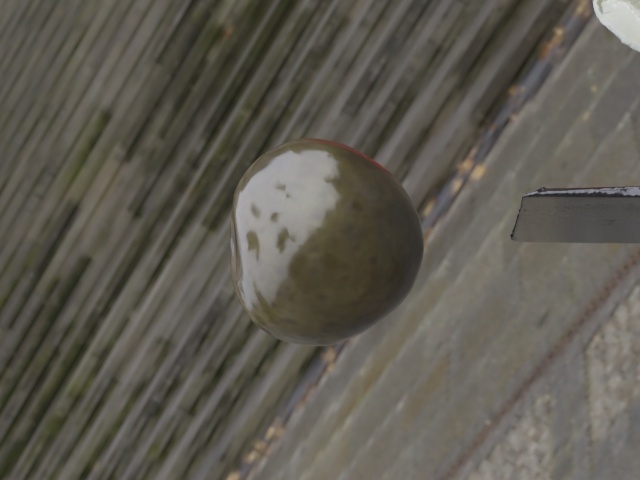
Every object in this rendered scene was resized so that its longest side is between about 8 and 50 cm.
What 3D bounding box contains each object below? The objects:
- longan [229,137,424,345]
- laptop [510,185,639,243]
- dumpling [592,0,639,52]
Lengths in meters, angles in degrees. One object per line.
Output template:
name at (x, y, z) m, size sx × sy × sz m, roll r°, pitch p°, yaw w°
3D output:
longan at (0.000, 0.000, 1.566) m, size 0.246 × 0.246 × 0.215 m, roll -59°, pitch 4°, yaw 3°
laptop at (0.201, -0.019, 0.929) m, size 0.197 × 0.135 × 0.016 m, roll 63°, pitch -153°, yaw -80°
dumpling at (0.330, -0.223, 1.217) m, size 0.100 × 0.169 × 0.134 m, roll 66°, pitch -135°, yaw -65°
